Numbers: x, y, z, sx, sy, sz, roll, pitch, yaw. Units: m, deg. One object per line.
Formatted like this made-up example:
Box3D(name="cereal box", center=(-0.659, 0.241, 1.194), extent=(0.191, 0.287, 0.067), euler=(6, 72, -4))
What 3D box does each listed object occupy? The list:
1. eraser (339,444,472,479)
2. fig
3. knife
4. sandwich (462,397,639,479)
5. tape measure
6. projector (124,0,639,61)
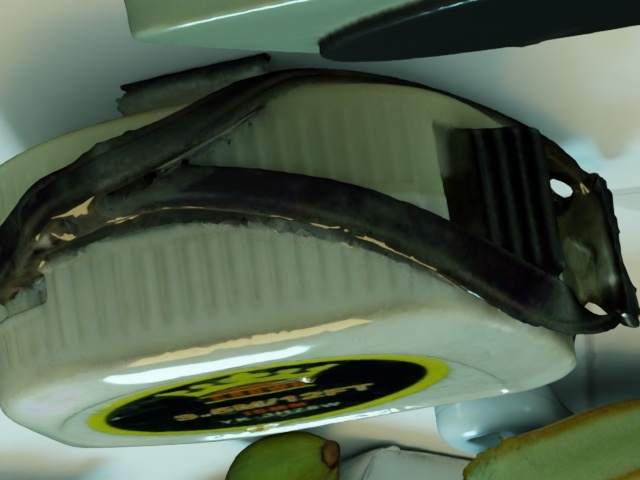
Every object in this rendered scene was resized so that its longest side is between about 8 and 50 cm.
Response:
Box3D(name="eraser", center=(-0.032, 0.247, 1.463), extent=(0.213, 0.082, 0.397), euler=(15, 151, -38))
Box3D(name="fig", center=(-0.020, 0.156, 1.258), extent=(0.074, 0.074, 0.088), euler=(15, 133, -40))
Box3D(name="knife", center=(0.153, 0.137, 1.291), extent=(0.080, 0.044, 0.331), euler=(-17, 159, 20))
Box3D(name="sandwich", center=(0.207, 0.171, 1.163), extent=(0.198, 0.155, 0.227), euler=(-28, 158, 0))
Box3D(name="tape measure", center=(0.000, 0.000, 0.803), extent=(0.271, 0.133, 0.231), euler=(-8, 166, 5))
Box3D(name="projector", center=(0.105, -0.106, 0.539), extent=(0.259, 0.079, 0.257), euler=(-11, 180, 20))
